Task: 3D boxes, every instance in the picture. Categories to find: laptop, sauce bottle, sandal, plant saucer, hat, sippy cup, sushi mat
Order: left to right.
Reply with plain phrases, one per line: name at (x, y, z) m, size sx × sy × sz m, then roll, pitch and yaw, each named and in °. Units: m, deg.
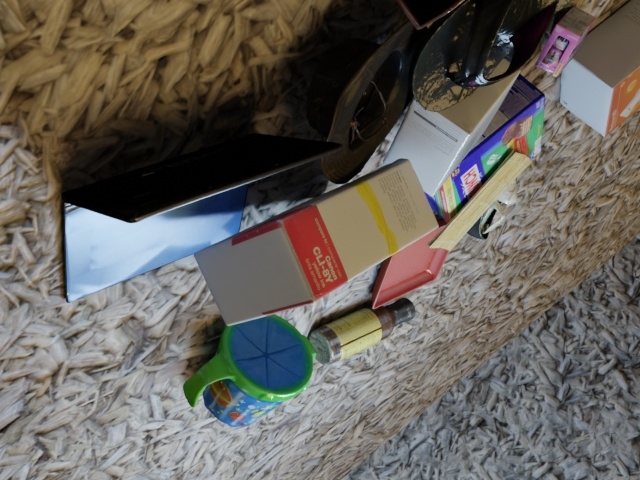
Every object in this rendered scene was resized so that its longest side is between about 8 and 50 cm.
laptop at (-0.214, -0.023, 1.385) m, size 0.382 × 0.408 × 0.236 m, roll -24°, pitch 113°, yaw -33°
sippy cup at (-0.168, 0.322, 1.928) m, size 0.306 × 0.240 × 0.224 m, roll 22°, pitch 132°, yaw -17°
hat at (0.062, -0.274, 1.463) m, size 0.331 × 0.134 × 0.331 m, roll -47°, pitch 157°, yaw -26°
sauce bottle at (0.127, 0.248, 2.283) m, size 0.345 × 0.111 × 0.111 m, roll -17°, pitch 142°, yaw -37°
plant saucer at (0.257, 0.051, 2.249) m, size 0.259 × 0.047 × 0.258 m, roll -21°, pitch 145°, yaw -33°
sushi mat at (0.398, -0.095, 2.011) m, size 0.316 × 0.019 × 0.151 m, roll -50°, pitch 154°, yaw 15°
sandal at (0.321, -0.371, 1.363) m, size 0.168 × 0.107 × 0.446 m, roll 24°, pitch 126°, yaw -37°

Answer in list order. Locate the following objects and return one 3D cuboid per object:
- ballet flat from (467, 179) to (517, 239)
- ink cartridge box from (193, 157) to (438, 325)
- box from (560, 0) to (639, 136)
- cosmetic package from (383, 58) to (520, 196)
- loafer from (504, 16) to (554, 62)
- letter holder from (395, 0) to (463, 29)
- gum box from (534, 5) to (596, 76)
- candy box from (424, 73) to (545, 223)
ballet flat at (0.496, -0.114, 2.272) m, size 0.095 × 0.096 × 0.280 m, roll -17°, pitch 142°, yaw -38°
ink cartridge box at (0.000, 0.000, 1.563) m, size 0.385 × 0.160 × 0.279 m, roll -28°, pitch -175°, yaw -42°
box at (0.810, -0.475, 2.104) m, size 0.345 × 0.168 × 0.215 m, roll -38°, pitch 151°, yaw -8°
cosmetic package at (0.265, -0.251, 1.657) m, size 0.224 × 0.138 × 0.224 m, roll -49°, pitch 172°, yaw -30°
loafer at (0.482, -0.478, 1.784) m, size 0.223 × 0.078 × 0.076 m, roll -52°, pitch 150°, yaw 16°
letter holder at (0.255, -0.499, 1.260) m, size 0.302 × 0.152 × 0.214 m, roll -43°, pitch -166°, yaw -14°
gum box at (0.563, -0.457, 1.863) m, size 0.188 × 0.062 × 0.107 m, roll -44°, pitch 162°, yaw -50°
candy box at (0.388, -0.219, 1.970) m, size 0.317 × 0.122 × 0.268 m, roll -38°, pitch 153°, yaw -5°
